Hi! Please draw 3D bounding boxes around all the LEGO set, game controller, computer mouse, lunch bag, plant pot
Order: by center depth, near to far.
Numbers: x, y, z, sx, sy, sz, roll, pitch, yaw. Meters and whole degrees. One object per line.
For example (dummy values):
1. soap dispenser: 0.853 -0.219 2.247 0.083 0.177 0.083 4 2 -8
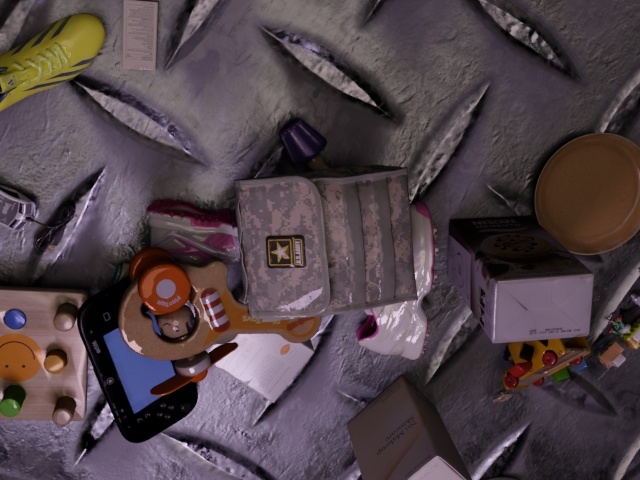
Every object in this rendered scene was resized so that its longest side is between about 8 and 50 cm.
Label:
1. lunch bag: 0.000 0.000 1.511 0.287 0.169 0.235 -8 99 -21
2. computer mouse: -0.537 -0.056 1.598 0.193 0.042 0.106 26 106 -20
3. game controller: -0.328 0.215 1.650 0.166 0.067 0.319 -35 124 -35
4. plant pot: 0.515 -0.089 1.726 0.236 0.032 0.236 -2 106 -6
5. LEGO set: 0.636 0.122 1.770 0.107 0.132 0.287 46 120 -1

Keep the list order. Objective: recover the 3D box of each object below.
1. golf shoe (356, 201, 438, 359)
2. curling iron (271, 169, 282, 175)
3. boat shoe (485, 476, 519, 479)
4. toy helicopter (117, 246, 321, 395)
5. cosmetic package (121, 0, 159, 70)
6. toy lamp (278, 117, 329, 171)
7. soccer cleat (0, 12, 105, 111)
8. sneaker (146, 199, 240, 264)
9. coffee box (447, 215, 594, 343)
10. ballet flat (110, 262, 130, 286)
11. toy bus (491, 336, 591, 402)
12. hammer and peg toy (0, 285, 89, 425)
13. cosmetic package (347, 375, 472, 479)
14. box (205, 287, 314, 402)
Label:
1. golf shoe: 0.140 0.077 1.689 0.140 0.115 0.306 4 105 -5
2. curling iron: -0.045 -0.001 1.681 0.068 0.035 0.274 -22 106 -15
3. boat shoe: 0.318 0.556 1.869 0.227 0.081 0.079 -16 108 -2
4. toy helicopter: -0.170 0.147 1.568 0.355 0.140 0.235 5 99 -21
5. cosmetic package: -0.304 -0.347 1.537 0.060 0.041 0.115 4 106 -9
6. toy lamp: 0.023 -0.099 1.638 0.080 0.080 0.274 -35 111 4
7. soccer cleat: -0.481 -0.279 1.493 0.289 0.121 0.093 -28 108 1
8. sneaker: -0.191 0.005 1.636 0.252 0.103 0.111 11 109 -4
9. coffee box: 0.341 0.060 1.609 0.168 0.297 0.119 -4 111 -7
10. ballet flat: -0.372 0.122 1.665 0.052 0.057 0.168 20 104 -23
11. toy bus: 0.415 0.216 1.766 0.202 0.191 0.104 -18 65 -2
12. hammer and peg toy: -0.597 0.195 1.618 0.361 0.127 0.266 4 106 -8
13. cosmetic package: 0.160 0.398 1.681 0.160 0.309 0.113 -43 106 6
14. box: -0.119 0.195 1.699 0.170 0.091 0.130 36 99 -15
